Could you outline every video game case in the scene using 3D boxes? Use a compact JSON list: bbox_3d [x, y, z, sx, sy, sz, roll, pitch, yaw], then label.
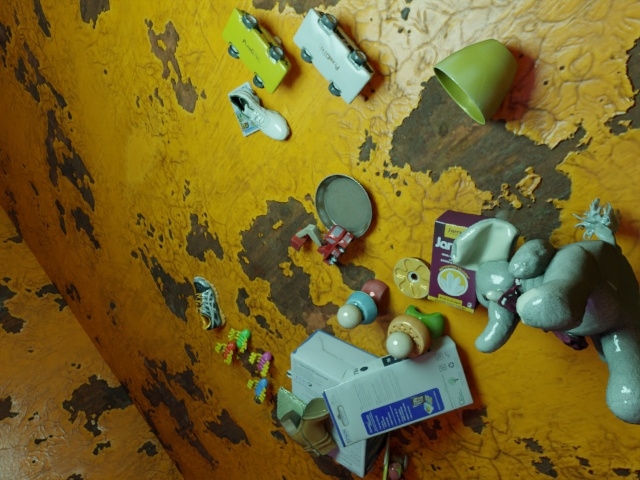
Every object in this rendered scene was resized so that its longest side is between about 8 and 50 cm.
[{"bbox_3d":[-0.200,-0.354,1.115,0.087,0.011,0.122,-10,104,41],"label":"video game case"}]

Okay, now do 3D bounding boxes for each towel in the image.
[{"bbox_3d":[-0.089,0.516,1.241,0.110,0.027,0.148,25,126,30],"label":"towel"}]

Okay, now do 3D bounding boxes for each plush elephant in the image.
[{"bbox_3d":[0.360,0.095,0.696,0.272,0.330,0.255,38,145,-16],"label":"plush elephant"}]

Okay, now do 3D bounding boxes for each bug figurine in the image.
[{"bbox_3d":[-0.264,0.445,1.516,0.279,0.072,0.216,41,125,22],"label":"bug figurine"}]

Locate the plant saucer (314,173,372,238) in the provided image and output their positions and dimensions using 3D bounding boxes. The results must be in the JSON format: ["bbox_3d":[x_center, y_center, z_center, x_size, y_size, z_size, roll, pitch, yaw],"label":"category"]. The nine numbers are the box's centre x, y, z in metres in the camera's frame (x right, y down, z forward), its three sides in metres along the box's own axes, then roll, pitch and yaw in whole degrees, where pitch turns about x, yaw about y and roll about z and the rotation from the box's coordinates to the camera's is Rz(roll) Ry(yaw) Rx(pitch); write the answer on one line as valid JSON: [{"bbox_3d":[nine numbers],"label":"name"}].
[{"bbox_3d":[0.060,-0.086,1.023,0.168,0.029,0.168,18,122,31],"label":"plant saucer"}]

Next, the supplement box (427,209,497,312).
[{"bbox_3d":[0.293,0.042,0.860,0.104,0.081,0.188,15,119,34],"label":"supplement box"}]

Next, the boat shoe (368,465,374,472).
[{"bbox_3d":[0.118,0.711,1.358,0.133,0.049,0.042,33,157,14],"label":"boat shoe"}]

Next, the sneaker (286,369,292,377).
[{"bbox_3d":[-0.071,0.442,1.387,0.109,0.040,0.044,-7,90,37],"label":"sneaker"}]

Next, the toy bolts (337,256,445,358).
[{"bbox_3d":[0.151,0.154,0.968,0.228,0.158,0.218,7,111,40],"label":"toy bolts"}]

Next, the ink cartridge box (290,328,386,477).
[{"bbox_3d":[0.057,0.503,1.230,0.270,0.151,0.395,19,121,33],"label":"ink cartridge box"}]

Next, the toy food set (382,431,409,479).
[{"bbox_3d":[0.224,0.690,1.216,0.071,0.128,0.218,6,111,14],"label":"toy food set"}]

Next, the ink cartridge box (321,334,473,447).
[{"bbox_3d":[0.181,0.361,0.988,0.332,0.065,0.165,-19,101,1],"label":"ink cartridge box"}]

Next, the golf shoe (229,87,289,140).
[{"bbox_3d":[-0.160,-0.313,1.043,0.176,0.086,0.069,41,120,6],"label":"golf shoe"}]

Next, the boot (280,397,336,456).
[{"bbox_3d":[-0.002,0.528,1.152,0.197,0.073,0.152,-33,100,34],"label":"boot"}]

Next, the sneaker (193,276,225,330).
[{"bbox_3d":[-0.430,0.239,1.543,0.084,0.083,0.215,-14,100,44],"label":"sneaker"}]

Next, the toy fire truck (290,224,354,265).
[{"bbox_3d":[0.000,0.000,1.069,0.135,0.047,0.192,38,152,2],"label":"toy fire truck"}]

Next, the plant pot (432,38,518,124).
[{"bbox_3d":[0.273,-0.281,0.701,0.095,0.134,0.134,-42,82,17],"label":"plant pot"}]

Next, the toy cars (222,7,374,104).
[{"bbox_3d":[-0.048,-0.417,0.915,0.393,0.087,0.176,18,126,28],"label":"toy cars"}]
